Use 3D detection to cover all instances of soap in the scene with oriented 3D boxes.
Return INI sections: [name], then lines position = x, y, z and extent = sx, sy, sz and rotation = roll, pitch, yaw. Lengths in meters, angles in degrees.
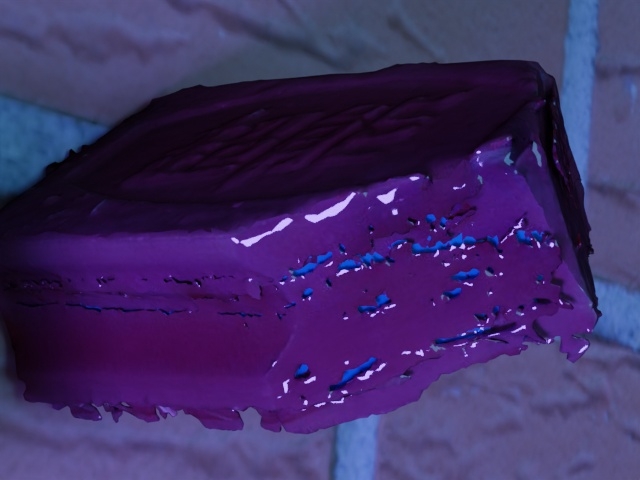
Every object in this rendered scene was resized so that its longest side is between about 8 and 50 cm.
[soap]
position = 0.000, 0.000, 0.773
extent = 0.162, 0.250, 0.099
rotation = -41, 120, -44
